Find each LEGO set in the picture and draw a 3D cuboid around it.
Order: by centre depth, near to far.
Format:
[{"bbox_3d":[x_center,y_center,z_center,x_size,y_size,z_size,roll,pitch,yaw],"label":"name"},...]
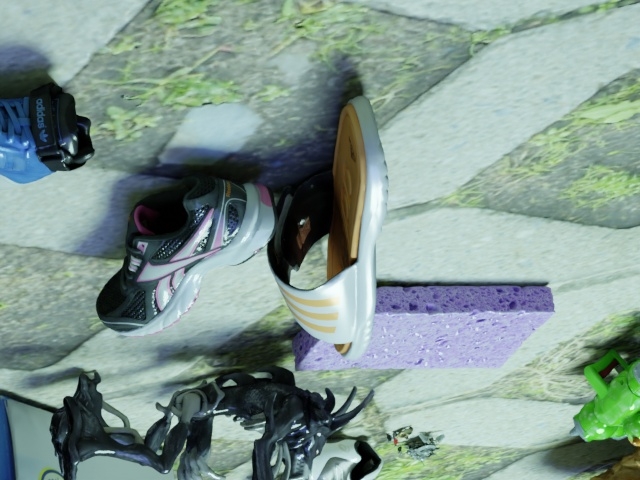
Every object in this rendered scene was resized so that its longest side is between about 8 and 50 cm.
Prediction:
[{"bbox_3d":[0.100,0.218,1.797,0.083,0.023,0.054,14,144,-42],"label":"LEGO set"}]

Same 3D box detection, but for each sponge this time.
[{"bbox_3d":[0.090,0.077,1.501,0.210,0.031,0.117,1,151,-24],"label":"sponge"}]

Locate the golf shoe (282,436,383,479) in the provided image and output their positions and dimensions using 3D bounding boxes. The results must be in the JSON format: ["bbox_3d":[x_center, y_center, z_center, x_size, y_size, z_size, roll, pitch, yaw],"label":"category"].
[{"bbox_3d":[0.029,0.256,1.785,0.094,0.077,0.198,-17,155,11],"label":"golf shoe"}]

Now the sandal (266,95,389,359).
[{"bbox_3d":[-0.002,-0.009,1.227,0.076,0.102,0.265,-7,145,-7],"label":"sandal"}]

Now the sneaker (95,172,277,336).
[{"bbox_3d":[-0.114,0.001,1.242,0.077,0.072,0.178,24,130,-33],"label":"sneaker"}]

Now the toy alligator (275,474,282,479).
[{"bbox_3d":[-0.051,0.273,1.821,0.051,0.056,0.189,25,161,19],"label":"toy alligator"}]

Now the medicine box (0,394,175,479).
[{"bbox_3d":[-0.317,0.283,1.612,0.289,0.149,0.263,-24,152,22],"label":"medicine box"}]

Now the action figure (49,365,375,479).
[{"bbox_3d":[-0.092,0.180,1.494,0.276,0.140,0.164,0,-173,-17],"label":"action figure"}]

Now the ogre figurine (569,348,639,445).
[{"bbox_3d":[0.317,0.146,1.674,0.118,0.096,0.197,-15,176,-36],"label":"ogre figurine"}]

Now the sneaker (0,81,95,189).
[{"bbox_3d":[-0.194,-0.074,1.044,0.085,0.058,0.152,-14,159,18],"label":"sneaker"}]

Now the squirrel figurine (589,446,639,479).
[{"bbox_3d":[0.414,0.335,1.970,0.370,0.281,0.397,-20,141,39],"label":"squirrel figurine"}]
